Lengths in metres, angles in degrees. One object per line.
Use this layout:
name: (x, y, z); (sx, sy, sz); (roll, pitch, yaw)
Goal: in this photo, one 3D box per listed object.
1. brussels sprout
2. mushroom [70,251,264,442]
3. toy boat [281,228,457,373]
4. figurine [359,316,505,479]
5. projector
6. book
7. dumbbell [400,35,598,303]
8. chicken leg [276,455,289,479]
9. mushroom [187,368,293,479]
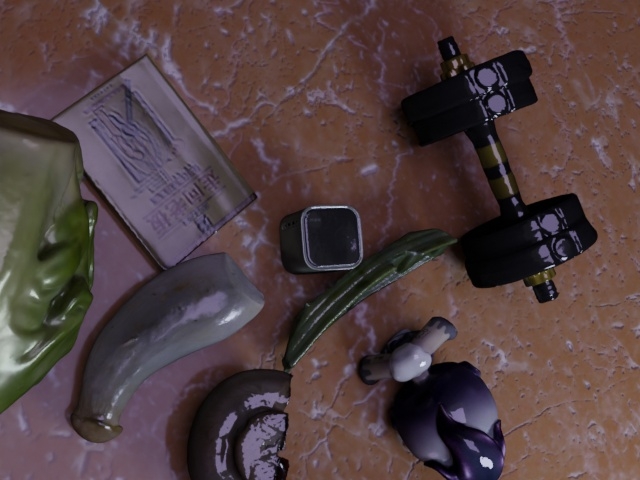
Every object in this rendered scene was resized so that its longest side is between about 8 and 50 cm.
brussels sprout: (-0.342, 0.026, 0.814); (0.247, 0.328, 0.327); (8, 81, -31)
mushroom: (-0.195, 0.116, 0.970); (0.270, 0.103, 0.118); (-40, 96, -12)
toy boat: (0.054, 0.066, 1.081); (0.293, 0.093, 0.055); (-35, 80, -23)
figurine: (0.166, 0.221, 1.082); (0.145, 0.145, 0.222); (-36, 93, -22)
projector: (0.000, 0.000, 1.067); (0.083, 0.082, 0.083); (-2, 85, -23)
book: (-0.207, -0.096, 1.021); (0.161, 0.026, 0.231); (-41, 101, -22)
dumbbell: (0.243, -0.096, 1.127); (0.185, 0.185, 0.388); (-25, 94, -23)
chicken leg: (-0.039, 0.379, 1.027); (0.090, 0.048, 0.219); (-27, 95, -26)
mushroom: (-0.099, 0.244, 0.974); (0.117, 0.141, 0.188); (7, 78, 0)
